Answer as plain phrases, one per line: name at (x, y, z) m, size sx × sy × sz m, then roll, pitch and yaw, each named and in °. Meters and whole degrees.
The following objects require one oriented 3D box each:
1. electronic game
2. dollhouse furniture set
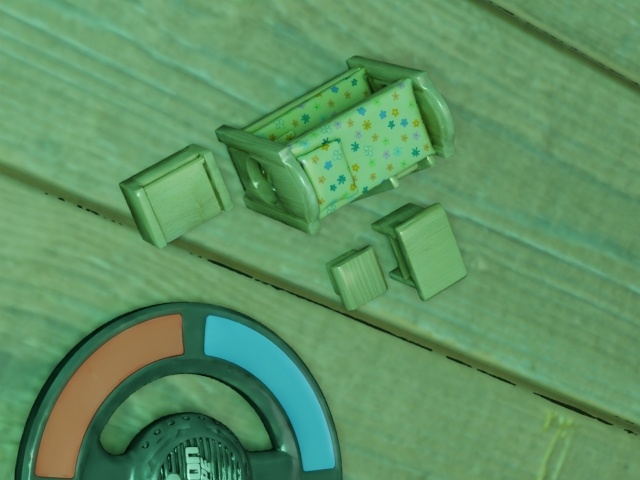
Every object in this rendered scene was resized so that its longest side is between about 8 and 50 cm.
electronic game at (-0.083, 0.152, 1.087) m, size 0.229 × 0.048 × 0.229 m, roll 3°, pitch 84°, yaw -34°
dollhouse furniture set at (0.000, 0.000, 1.094) m, size 0.182 × 0.101 × 0.161 m, roll -31°, pitch 114°, yaw -19°
